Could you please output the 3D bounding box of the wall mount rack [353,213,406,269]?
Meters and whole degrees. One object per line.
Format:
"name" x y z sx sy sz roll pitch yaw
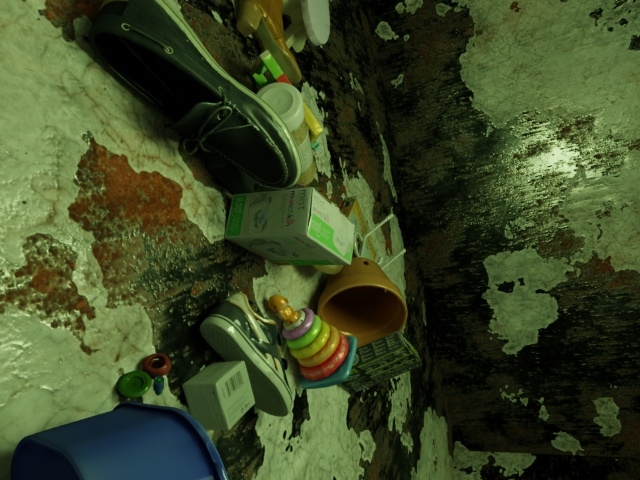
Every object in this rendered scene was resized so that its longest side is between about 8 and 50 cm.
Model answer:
"wall mount rack" 0.249 0.071 1.760 0.304 0.131 0.349 -71 145 -46

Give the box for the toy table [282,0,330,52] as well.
"toy table" -0.073 -0.773 1.488 0.252 0.161 0.274 51 37 -48

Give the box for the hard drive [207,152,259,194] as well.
"hard drive" -0.204 -0.245 1.117 0.172 0.054 0.254 48 39 -50

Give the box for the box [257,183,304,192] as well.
"box" -0.104 -0.139 1.172 0.162 0.116 0.029 -90 -164 -72

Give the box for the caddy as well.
"caddy" -0.232 0.329 0.517 0.179 0.342 0.240 5 77 -48

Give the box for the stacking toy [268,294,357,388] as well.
"stacking toy" -0.047 0.255 1.197 0.301 0.175 0.165 52 33 -23

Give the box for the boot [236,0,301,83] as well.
"boot" -0.138 -0.662 1.351 0.295 0.104 0.211 37 57 -47

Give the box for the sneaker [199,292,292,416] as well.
"sneaker" -0.138 0.259 0.980 0.320 0.126 0.127 65 33 -27

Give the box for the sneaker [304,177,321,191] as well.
"sneaker" -0.057 -0.183 1.434 0.071 0.066 0.188 63 19 3

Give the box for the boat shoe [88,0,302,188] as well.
"boat shoe" -0.233 -0.261 0.868 0.500 0.187 0.155 45 46 -32

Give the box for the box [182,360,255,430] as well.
"box" -0.202 0.309 0.865 0.101 0.087 0.101 -28 107 -65

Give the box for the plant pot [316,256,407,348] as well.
"plant pot" 0.128 0.194 1.451 0.203 0.291 0.290 -94 162 -56

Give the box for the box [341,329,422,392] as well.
"box" 0.190 0.419 1.469 0.216 0.270 0.060 50 17 -47

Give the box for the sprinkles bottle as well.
"sprinkles bottle" -0.086 -0.269 1.172 0.355 0.122 0.121 73 14 -71

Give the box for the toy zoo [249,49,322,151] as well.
"toy zoo" -0.088 -0.379 1.224 0.293 0.030 0.192 52 -9 -16

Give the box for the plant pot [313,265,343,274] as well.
"plant pot" 0.000 0.000 1.379 0.236 0.032 0.236 34 35 -27

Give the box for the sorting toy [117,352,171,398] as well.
"sorting toy" -0.296 0.242 0.740 0.102 0.061 0.042 -46 157 -53

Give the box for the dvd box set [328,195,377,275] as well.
"dvd box set" 0.129 0.051 1.734 0.420 0.062 0.307 -64 138 -53

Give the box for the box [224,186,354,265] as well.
"box" -0.067 -0.027 1.107 0.262 0.232 0.126 36 57 -59
